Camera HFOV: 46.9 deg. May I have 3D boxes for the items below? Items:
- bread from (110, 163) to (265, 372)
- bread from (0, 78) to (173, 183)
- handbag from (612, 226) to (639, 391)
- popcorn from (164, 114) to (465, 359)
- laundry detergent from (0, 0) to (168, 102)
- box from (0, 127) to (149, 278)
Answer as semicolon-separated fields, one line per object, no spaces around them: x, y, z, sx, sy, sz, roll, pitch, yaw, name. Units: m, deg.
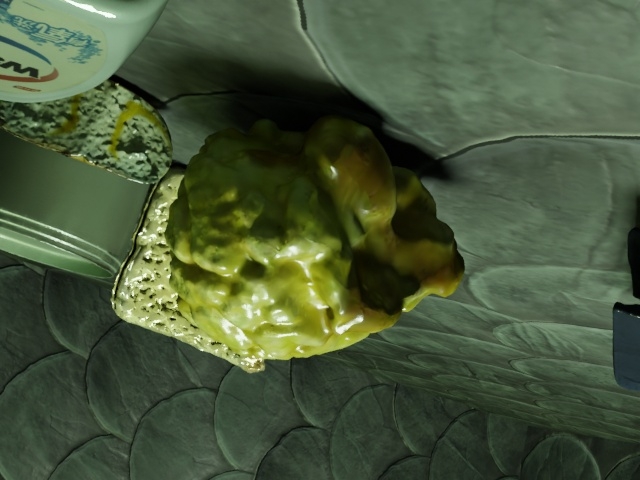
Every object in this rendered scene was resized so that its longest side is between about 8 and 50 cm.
-0.134;-0.005;1.038;0.248;0.279;0.315;21;-152;-16;bread
-0.213;-0.105;0.693;0.157;0.083;0.094;20;168;-6;bread
0.424;0.086;0.648;0.303;0.122;0.329;10;166;26;handbag
0.000;0.000;0.648;0.251;0.206;0.237;1;149;10;popcorn
-0.218;-0.164;0.432;0.214;0.105;0.280;24;165;-32;laundry detergent
-0.315;-0.063;0.831;0.226;0.149;0.226;16;167;4;box
